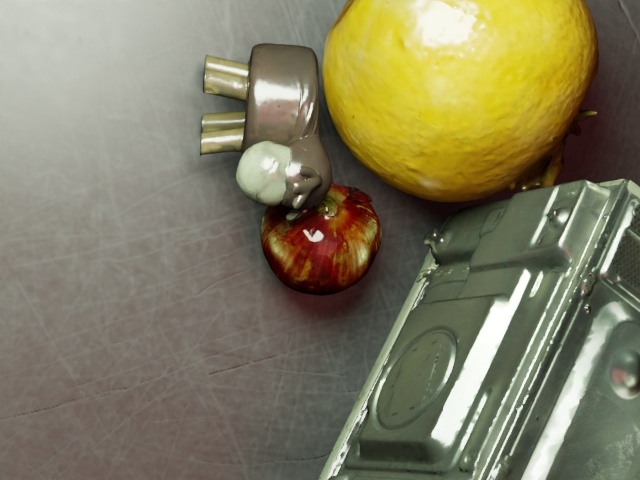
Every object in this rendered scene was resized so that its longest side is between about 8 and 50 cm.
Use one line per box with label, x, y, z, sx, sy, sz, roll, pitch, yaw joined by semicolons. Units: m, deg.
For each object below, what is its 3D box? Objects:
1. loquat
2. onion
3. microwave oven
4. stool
loquat;0.137;-0.160;1.585;0.275;0.275;0.274;-1;92;-15
onion;0.000;0.000;1.628;0.117;0.118;0.118;4;91;2
microwave oven;0.178;0.169;1.555;0.247;0.333;0.394;35;69;-20
stool;-0.052;-0.103;1.584;0.121;0.125;0.217;2;50;-7
